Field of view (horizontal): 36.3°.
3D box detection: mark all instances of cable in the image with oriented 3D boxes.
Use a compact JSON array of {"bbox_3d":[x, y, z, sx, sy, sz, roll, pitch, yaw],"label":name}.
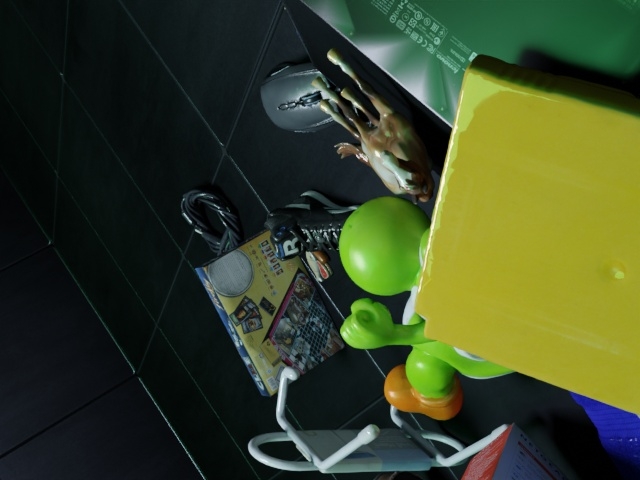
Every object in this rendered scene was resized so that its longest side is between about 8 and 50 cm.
[{"bbox_3d":[-0.205,-0.031,1.845,0.184,0.047,0.151,-9,109,62],"label":"cable"}]

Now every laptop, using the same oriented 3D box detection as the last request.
[{"bbox_3d":[0.154,-0.218,0.983,0.382,0.236,0.408,43,122,17],"label":"laptop"}]

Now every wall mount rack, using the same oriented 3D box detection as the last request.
[{"bbox_3d":[0.088,0.265,1.372,0.304,0.350,0.131,-152,68,-63],"label":"wall mount rack"}]

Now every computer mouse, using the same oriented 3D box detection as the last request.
[{"bbox_3d":[-0.031,-0.224,1.308,0.262,0.060,0.184,14,130,56],"label":"computer mouse"}]

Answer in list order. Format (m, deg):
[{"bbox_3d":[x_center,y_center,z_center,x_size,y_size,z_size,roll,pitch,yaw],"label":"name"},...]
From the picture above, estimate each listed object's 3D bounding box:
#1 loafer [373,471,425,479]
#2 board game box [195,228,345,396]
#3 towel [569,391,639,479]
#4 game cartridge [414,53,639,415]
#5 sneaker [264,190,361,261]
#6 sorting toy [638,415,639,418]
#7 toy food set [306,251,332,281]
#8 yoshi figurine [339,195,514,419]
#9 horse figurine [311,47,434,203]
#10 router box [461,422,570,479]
[{"bbox_3d":[0.236,0.487,1.544,0.366,0.134,0.130,41,127,14],"label":"loafer"},{"bbox_3d":[-0.081,0.115,1.642,0.243,0.165,0.042,64,154,-7],"label":"board game box"},{"bbox_3d":[0.336,0.159,1.039,0.308,0.076,0.227,58,154,3],"label":"towel"},{"bbox_3d":[0.254,0.014,0.838,0.323,0.053,0.285,20,126,16],"label":"game cartridge"},{"bbox_3d":[0.000,0.000,1.421,0.217,0.121,0.079,23,137,51],"label":"sneaker"},{"bbox_3d":[0.339,0.053,0.898,0.208,0.038,0.193,-31,89,36],"label":"sorting toy"},{"bbox_3d":[-0.015,0.015,1.581,0.078,0.019,0.122,0,118,61],"label":"toy food set"},{"bbox_3d":[0.115,0.060,1.149,0.362,0.203,0.204,78,177,-56],"label":"yoshi figurine"},{"bbox_3d":[0.065,-0.104,1.038,0.174,0.066,0.263,48,179,7],"label":"horse figurine"},{"bbox_3d":[0.291,0.395,1.103,0.335,0.082,0.301,47,-163,8],"label":"router box"}]
